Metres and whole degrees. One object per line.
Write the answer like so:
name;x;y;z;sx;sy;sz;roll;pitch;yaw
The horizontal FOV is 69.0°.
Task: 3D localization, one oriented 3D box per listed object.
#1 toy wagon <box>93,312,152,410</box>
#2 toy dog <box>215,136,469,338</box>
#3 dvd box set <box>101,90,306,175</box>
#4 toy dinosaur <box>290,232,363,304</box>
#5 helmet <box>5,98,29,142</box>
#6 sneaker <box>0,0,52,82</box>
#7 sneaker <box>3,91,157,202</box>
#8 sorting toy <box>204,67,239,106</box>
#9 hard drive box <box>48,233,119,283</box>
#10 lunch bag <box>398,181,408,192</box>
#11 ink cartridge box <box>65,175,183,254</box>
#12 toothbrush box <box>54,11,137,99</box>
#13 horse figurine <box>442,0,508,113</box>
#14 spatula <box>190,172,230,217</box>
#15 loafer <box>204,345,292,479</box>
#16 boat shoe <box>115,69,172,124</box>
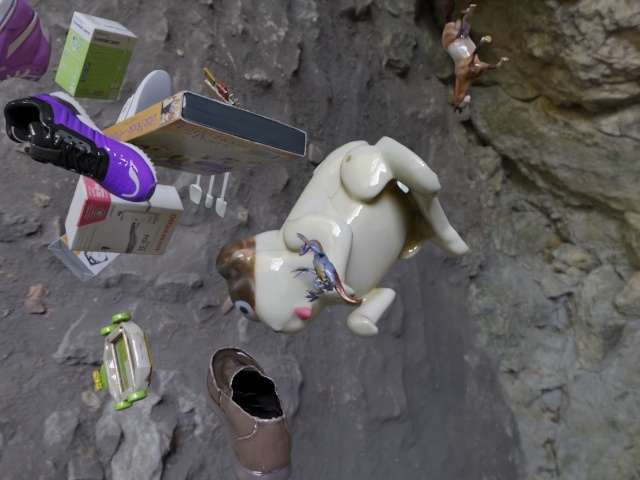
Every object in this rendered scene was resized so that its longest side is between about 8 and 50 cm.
toy wagon;-0.640;0.399;1.488;0.068;0.344;0.268;-1;64;-43
toy dog;0.000;0.000;0.881;0.395;0.407;0.285;49;-1;35
dvd box set;-0.283;-0.225;1.076;0.307;0.420;0.062;7;85;-43
toy dinosaur;0.000;0.032;0.514;0.090;0.047;0.082;31;32;-14
helmet;-0.942;-0.382;1.547;0.161;0.169;0.170;-7;87;-40
sneaker;-0.600;-0.307;0.851;0.282;0.102;0.161;-58;162;-10
sneaker;-0.436;-0.156;0.828;0.293;0.102;0.146;36;23;6
sorting toy;-0.312;-0.459;1.526;0.132;0.046;0.275;47;-14;15
hard drive box;-0.865;0.017;1.763;0.181;0.089;0.232;53;29;-19
lunch bag;0.212;-0.098;1.383;0.279;0.107;0.224;117;-22;-74
ink cartridge box;-0.584;-0.070;1.397;0.282;0.207;0.117;5;41;-41
toothbrush box;-0.870;-0.704;1.810;0.122;0.283;0.206;40;26;12
horse figurine;0.331;-0.449;1.062;0.174;0.066;0.264;137;-63;-74
spatula;-0.428;-0.210;1.803;0.019;0.168;0.242;-48;166;-45
loafer;-0.129;0.290;0.888;0.133;0.366;0.130;4;104;-27
boat shoe;-0.515;-0.365;1.322;0.096;0.088;0.268;30;78;-59
